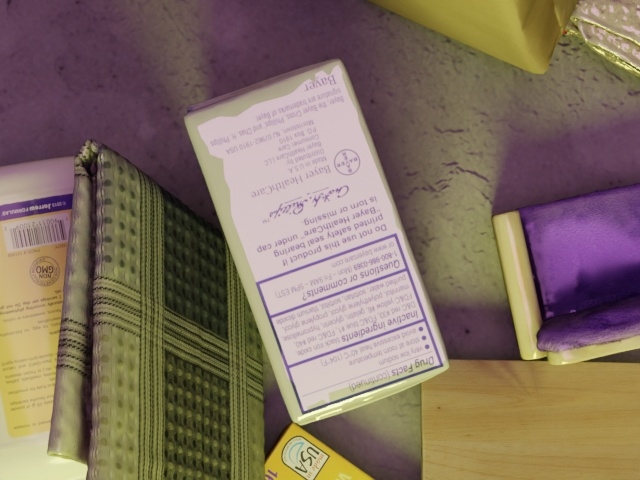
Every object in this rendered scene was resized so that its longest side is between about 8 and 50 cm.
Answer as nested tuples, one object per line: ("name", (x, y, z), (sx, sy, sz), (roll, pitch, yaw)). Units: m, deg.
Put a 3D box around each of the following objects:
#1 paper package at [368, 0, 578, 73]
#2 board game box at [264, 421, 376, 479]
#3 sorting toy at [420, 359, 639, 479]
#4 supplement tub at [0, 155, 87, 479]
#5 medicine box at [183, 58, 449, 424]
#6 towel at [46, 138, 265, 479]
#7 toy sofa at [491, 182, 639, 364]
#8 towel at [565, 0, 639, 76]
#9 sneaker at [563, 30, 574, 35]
("paper package", (0.082, -0.312, 1.139), (0.324, 0.309, 0.168), (26, 89, 17))
("board game box", (0.030, 0.370, 1.256), (0.316, 0.064, 0.242), (35, 71, 0))
("sorting toy", (0.226, 0.253, 1.238), (0.257, 0.089, 0.256), (1, 63, 1))
("supplement tub", (-0.263, 0.099, 1.206), (0.241, 0.241, 0.331), (-11, 91, 1))
("medicine box", (0.000, 0.000, 1.191), (0.149, 0.263, 0.289), (-19, 90, 1))
("towel", (-0.136, 0.114, 1.139), (0.056, 0.312, 0.324), (-12, 66, 19))
("toy sofa", (0.357, 0.009, 1.231), (0.362, 0.177, 0.150), (-12, 91, 2))
("towel", (0.382, -0.284, 1.270), (0.187, 0.049, 0.282), (29, 80, -2))
("sneaker", (0.278, -0.215, 1.296), (0.118, 0.042, 0.067), (-14, 87, -1))
